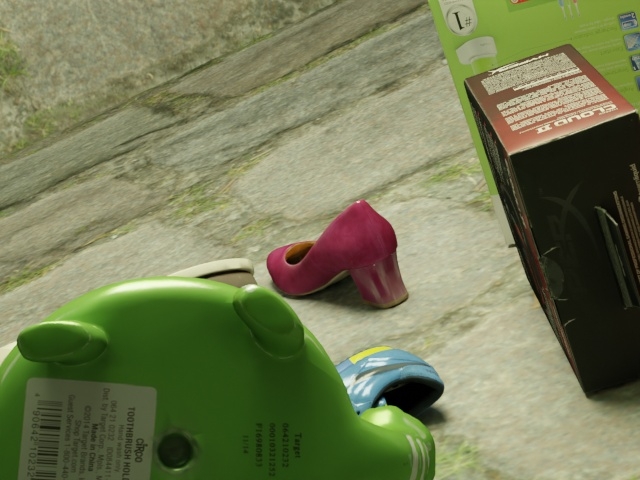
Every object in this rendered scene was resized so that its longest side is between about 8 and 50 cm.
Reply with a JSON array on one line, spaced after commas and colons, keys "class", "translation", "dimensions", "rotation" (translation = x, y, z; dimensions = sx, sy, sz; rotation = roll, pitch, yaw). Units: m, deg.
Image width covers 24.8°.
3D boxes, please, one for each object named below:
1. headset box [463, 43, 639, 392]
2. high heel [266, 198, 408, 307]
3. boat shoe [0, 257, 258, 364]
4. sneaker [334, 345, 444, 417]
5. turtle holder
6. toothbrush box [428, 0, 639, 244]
[{"class": "headset box", "translation": [0.220, -0.024, 1.230], "dimensions": [0.110, 0.218, 0.293], "rotation": [-19, 18, 4]}, {"class": "high heel", "translation": [0.000, 0.000, 1.545], "dimensions": [0.082, 0.117, 0.244], "rotation": [-28, 20, -21]}, {"class": "boat shoe", "translation": [-0.197, 0.118, 1.459], "dimensions": [0.324, 0.097, 0.116], "rotation": [-23, -22, -19]}, {"class": "sneaker", "translation": [0.008, 0.154, 1.192], "dimensions": [0.209, 0.069, 0.082], "rotation": [-28, 24, -21]}, {"class": "turtle holder", "translation": [-0.087, 0.136, 1.050], "dimensions": [0.320, 0.243, 0.227], "rotation": [-25, 0, -15]}, {"class": "toothbrush box", "translation": [0.254, -0.159, 1.465], "dimensions": [0.206, 0.283, 0.122], "rotation": [-12, 20, 25]}]
